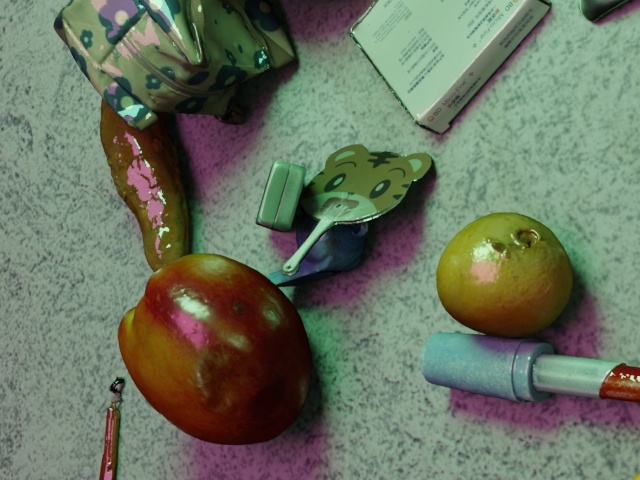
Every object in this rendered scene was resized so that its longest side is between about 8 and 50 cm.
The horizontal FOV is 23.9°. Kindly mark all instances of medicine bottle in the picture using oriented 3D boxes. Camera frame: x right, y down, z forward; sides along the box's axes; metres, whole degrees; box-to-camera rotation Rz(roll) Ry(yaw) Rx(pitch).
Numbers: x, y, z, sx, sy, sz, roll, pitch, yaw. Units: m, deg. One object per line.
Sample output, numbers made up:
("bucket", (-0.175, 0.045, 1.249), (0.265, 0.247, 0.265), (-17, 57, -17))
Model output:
("medicine bottle", (0.143, -0.251, 1.718), (0.201, 0.052, 0.171), (-49, 54, 22))

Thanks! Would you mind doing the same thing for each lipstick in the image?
("lipstick", (0.229, 0.137, 1.564), (0.274, 0.061, 0.068), (4, 89, 41))

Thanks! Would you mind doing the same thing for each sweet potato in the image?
("sweet potato", (-0.236, -0.114, 1.987), (0.106, 0.095, 0.354), (99, 155, -58))

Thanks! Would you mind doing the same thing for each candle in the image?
("candle", (-0.279, 0.264, 2.004), (0.026, 0.021, 0.167), (-3, 80, 40))

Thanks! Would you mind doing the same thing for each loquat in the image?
("loquat", (0.190, 0.035, 1.567), (0.141, 0.141, 0.141), (-9, 76, 39))

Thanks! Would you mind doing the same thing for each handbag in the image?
("handbag", (-0.169, -0.249, 1.862), (0.190, 0.251, 0.193), (-43, 70, 32))

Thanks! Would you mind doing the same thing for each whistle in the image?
("whistle", (0.000, 0.000, 1.775), (0.158, 0.090, 0.090), (-18, 70, 45))

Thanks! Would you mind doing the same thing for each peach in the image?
("peach", (-0.113, 0.127, 1.752), (0.243, 0.243, 0.199), (23, 63, 41))

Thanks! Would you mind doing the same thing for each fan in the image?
("fan", (0.021, -0.037, 1.717), (0.153, 0.008, 0.226), (10, 46, 40))

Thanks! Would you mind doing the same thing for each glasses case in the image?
("glasses case", (-0.048, -0.050, 1.773), (0.039, 0.184, 0.077), (16, 89, -3))

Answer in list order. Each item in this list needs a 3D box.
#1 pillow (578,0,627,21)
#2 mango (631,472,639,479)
("pillow", (0.320, -0.285, 1.569), (0.136, 0.055, 0.091), (-6, 80, 42))
("mango", (0.360, 0.261, 1.407), (0.217, 0.102, 0.141), (-48, 31, 20))
